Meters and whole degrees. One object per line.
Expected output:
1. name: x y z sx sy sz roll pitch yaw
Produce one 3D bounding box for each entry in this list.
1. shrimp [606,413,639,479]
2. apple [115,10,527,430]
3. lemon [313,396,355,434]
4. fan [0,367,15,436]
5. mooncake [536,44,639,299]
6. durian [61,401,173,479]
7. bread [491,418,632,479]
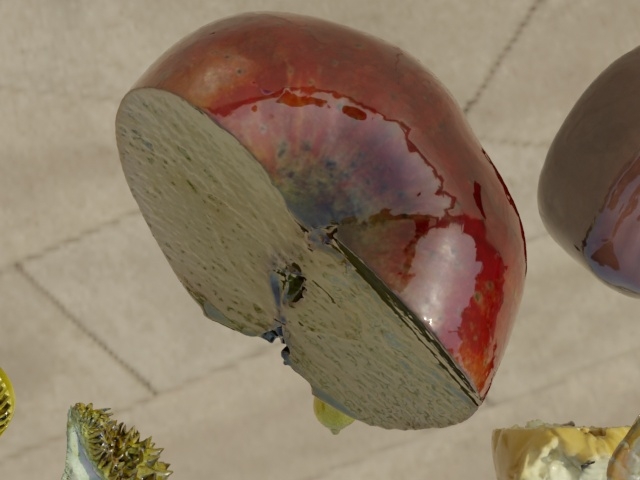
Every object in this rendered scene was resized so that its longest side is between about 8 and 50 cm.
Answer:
1. shrimp: 0.280 0.172 1.433 0.059 0.023 0.108 35 89 -9
2. apple: 0.000 0.000 1.355 0.295 0.329 0.365 -8 157 -9
3. lemon: 0.022 0.216 2.274 0.065 0.065 0.092 0 111 -19
4. fan: -0.308 0.114 1.294 0.155 0.039 0.082 16 115 3
5. mooncake: 0.423 -0.073 2.050 0.326 0.174 0.334 -29 130 -14
6. durian: -0.262 0.342 2.122 0.166 0.172 0.306 7 103 9
7. bread: 0.298 0.306 1.962 0.183 0.224 0.211 -7 169 0
